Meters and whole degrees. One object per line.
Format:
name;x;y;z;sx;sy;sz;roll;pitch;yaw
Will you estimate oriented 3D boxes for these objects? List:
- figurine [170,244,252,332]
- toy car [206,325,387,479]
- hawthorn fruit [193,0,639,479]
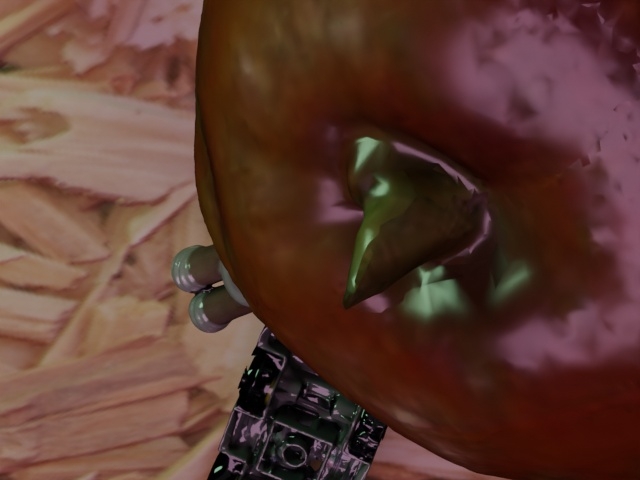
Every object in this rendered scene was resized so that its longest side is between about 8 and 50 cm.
figurine;0.001;-0.001;1.152;0.197;0.093;0.147;-19;98;44
toy car;-0.008;0.121;1.266;0.097;0.100;0.191;23;115;3
hawthorn fruit;0.120;-0.064;0.807;0.402;0.403;0.403;12;134;13
